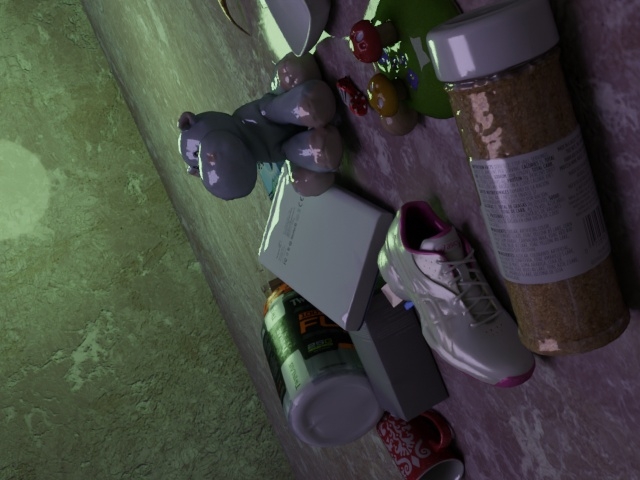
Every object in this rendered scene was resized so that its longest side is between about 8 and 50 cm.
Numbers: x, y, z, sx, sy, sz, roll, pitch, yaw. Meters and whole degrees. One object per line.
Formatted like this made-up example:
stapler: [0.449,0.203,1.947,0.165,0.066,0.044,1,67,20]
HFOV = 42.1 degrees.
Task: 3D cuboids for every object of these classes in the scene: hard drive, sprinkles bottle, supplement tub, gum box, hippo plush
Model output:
hard drive: [0.000,0.000,1.493,0.318,0.040,0.210,33,111,52]
sprinkles bottle: [0.215,-0.060,0.843,0.121,0.121,0.356,22,135,66]
supplement tub: [-0.006,0.241,1.726,0.338,0.207,0.207,-117,11,-52]
gum box: [-0.103,-0.177,1.746,0.184,0.041,0.157,68,163,4]
hippo plush: [-0.119,-0.196,1.401,0.234,0.236,0.294,97,150,-47]

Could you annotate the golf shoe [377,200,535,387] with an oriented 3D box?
golf shoe: [0.183,0.068,1.149,0.306,0.115,0.140,49,151,35]

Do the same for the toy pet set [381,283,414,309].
toy pet set: [0.162,0.066,1.331,0.114,0.065,0.122,-44,71,35]

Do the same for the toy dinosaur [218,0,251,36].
toy dinosaur: [-0.197,-0.489,1.563,0.112,0.064,0.212,49,158,38]

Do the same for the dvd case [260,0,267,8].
dvd case: [-0.100,-0.455,1.406,0.087,0.013,0.120,23,137,65]

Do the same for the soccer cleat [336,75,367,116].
soccer cleat: [0.050,-0.216,1.279,0.083,0.029,0.036,58,171,30]

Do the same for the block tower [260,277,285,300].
block tower: [-0.036,0.226,2.053,0.336,0.097,0.091,65,162,2]

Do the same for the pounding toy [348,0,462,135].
pounding toy: [0.085,-0.215,1.030,0.183,0.110,0.237,65,163,-3]

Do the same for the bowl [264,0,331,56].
bowl: [-0.034,-0.367,1.266,0.142,0.053,0.142,62,162,9]

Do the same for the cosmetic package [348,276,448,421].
cosmetic package: [0.128,0.195,1.510,0.238,0.107,0.127,65,163,-12]

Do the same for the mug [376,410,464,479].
mug: [0.199,0.394,1.622,0.113,0.150,0.169,31,-166,-40]
